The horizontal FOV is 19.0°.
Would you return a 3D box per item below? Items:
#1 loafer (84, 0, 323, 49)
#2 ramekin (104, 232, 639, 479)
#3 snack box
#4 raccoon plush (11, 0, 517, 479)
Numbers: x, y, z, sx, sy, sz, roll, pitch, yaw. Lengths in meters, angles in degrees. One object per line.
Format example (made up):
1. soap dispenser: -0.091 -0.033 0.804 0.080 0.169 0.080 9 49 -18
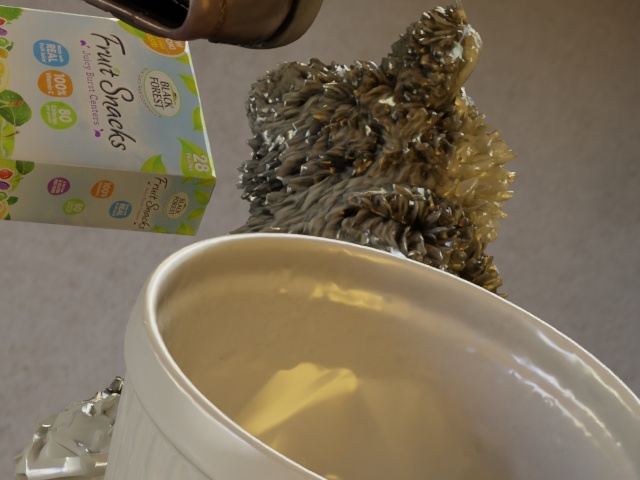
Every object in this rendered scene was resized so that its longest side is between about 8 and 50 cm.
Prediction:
1. loafer: -0.136 -0.186 0.992 0.302 0.109 0.095 31 31 25
2. ramekin: 0.016 0.093 0.708 0.207 0.109 0.207 18 22 -8
3. snack box: -0.194 -0.093 1.427 0.207 0.070 0.174 5 45 -22
4. raccoon plush: 0.000 0.000 1.002 0.216 0.446 0.299 -9 80 13
